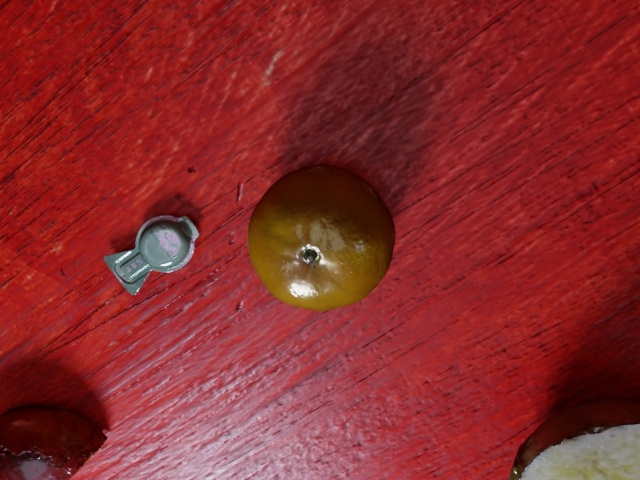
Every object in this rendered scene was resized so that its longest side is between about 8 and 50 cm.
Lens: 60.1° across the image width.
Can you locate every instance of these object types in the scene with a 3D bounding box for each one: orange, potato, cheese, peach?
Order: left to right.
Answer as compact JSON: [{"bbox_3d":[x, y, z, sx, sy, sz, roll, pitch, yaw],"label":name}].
[{"bbox_3d":[-0.372,0.283,0.709,0.172,0.092,0.127,-9,100,11],"label":"peach"},{"bbox_3d":[-0.196,0.013,0.654,0.121,0.026,0.067,-33,98,13],"label":"cheese"},{"bbox_3d":[0.000,0.000,0.579,0.156,0.124,0.156,1,101,5],"label":"orange"},{"bbox_3d":[0.330,0.272,0.621,0.239,0.116,0.299,-31,111,20],"label":"potato"}]
